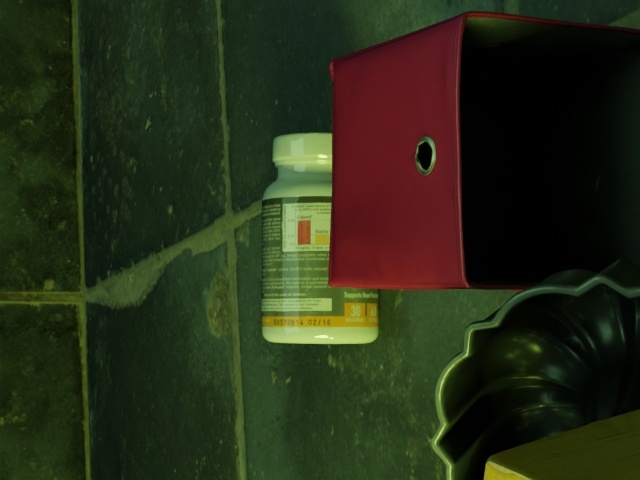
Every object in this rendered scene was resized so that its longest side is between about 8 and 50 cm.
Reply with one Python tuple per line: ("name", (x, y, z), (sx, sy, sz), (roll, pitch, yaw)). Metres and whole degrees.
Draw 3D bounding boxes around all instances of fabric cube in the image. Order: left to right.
("fabric cube", (0.175, -0.075, 1.217), (0.258, 0.259, 0.254), (-3, 86, 62))

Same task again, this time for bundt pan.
("bundt pan", (0.272, 0.160, 1.047), (0.331, 0.124, 0.331), (11, 116, 22))

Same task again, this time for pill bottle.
("pill bottle", (0.000, 0.000, 1.622), (0.162, 0.162, 0.278), (-4, 84, 61))

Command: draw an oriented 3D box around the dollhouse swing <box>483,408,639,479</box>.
("dollhouse swing", (0.300, 0.342, 0.854), (0.305, 0.315, 0.347), (38, 132, 51))
